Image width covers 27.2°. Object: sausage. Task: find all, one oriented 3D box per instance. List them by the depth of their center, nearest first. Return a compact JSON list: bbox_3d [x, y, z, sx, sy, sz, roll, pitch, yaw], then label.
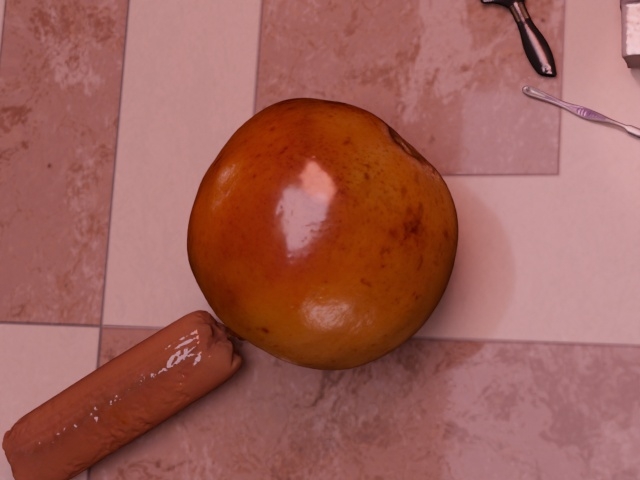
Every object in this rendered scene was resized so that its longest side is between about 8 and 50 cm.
[{"bbox_3d":[-0.213,0.170,1.391,0.289,0.086,0.086,-33,72,14],"label":"sausage"}]

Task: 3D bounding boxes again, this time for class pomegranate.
[{"bbox_3d":[0.000,0.000,1.260,0.264,0.264,0.264,-3,80,20],"label":"pomegranate"}]

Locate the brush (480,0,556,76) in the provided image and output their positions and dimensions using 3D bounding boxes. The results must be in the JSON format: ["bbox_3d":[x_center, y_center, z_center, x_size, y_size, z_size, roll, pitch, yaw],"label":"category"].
[{"bbox_3d":[0.194,-0.248,1.342,0.063,0.016,0.193,-25,73,14],"label":"brush"}]

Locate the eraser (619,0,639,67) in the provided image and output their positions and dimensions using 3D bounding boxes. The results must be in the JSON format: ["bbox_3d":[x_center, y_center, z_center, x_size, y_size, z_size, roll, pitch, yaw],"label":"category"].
[{"bbox_3d":[0.349,-0.275,1.261,0.124,0.068,0.210,-1,82,18],"label":"eraser"}]

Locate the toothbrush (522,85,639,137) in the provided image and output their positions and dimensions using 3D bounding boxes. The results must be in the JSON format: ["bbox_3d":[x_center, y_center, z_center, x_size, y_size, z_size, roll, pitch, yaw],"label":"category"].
[{"bbox_3d":[0.257,-0.127,1.301,0.131,0.013,0.011,26,81,23],"label":"toothbrush"}]
